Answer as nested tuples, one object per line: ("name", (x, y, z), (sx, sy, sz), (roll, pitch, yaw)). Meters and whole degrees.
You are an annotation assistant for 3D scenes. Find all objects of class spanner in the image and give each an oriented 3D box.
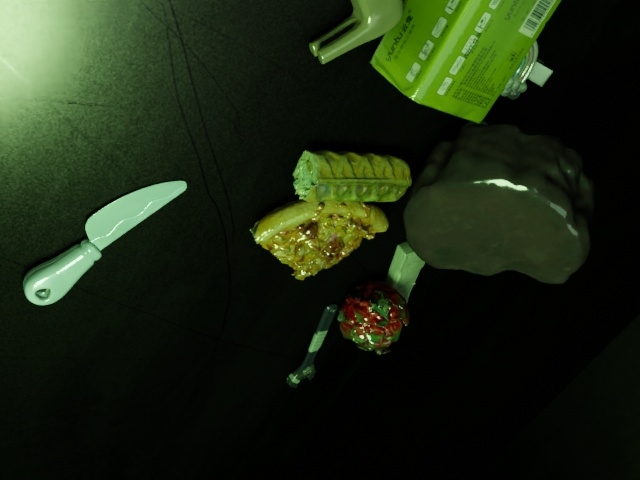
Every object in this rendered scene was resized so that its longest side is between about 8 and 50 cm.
("spanner", (-0.012, 0.284, 1.595), (0.087, 0.024, 0.316), (-4, 130, -35))

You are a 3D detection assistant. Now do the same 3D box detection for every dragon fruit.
("dragon fruit", (0.130, 0.193, 1.491), (0.182, 0.182, 0.188), (10, 117, -41))

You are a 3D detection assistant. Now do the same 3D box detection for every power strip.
("power strip", (0.209, 0.109, 1.556), (0.080, 0.048, 0.286), (-9, 134, -25))

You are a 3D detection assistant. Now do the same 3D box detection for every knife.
("knife", (-0.377, -0.012, 1.031), (0.331, 0.044, 0.080), (-41, 134, -3))

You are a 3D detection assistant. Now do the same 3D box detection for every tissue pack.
("tissue pack", (0.250, -0.370, 1.016), (0.200, 0.167, 0.274), (7, 126, -38))

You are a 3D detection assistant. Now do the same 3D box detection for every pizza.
("pizza", (0.000, 0.000, 1.272), (0.335, 0.086, 0.226), (-6, 131, -33))

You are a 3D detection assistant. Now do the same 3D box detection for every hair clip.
("hair clip", (0.388, -0.365, 1.219), (0.220, 0.054, 0.140), (6, 132, -35))

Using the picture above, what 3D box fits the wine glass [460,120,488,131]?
("wine glass", (0.364, -0.197, 1.343), (0.073, 0.073, 0.155), (-35, 141, 0))

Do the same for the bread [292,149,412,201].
("bread", (0.073, -0.126, 1.196), (0.269, 0.098, 0.087), (-2, 172, -34))

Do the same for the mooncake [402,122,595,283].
("mooncake", (0.378, -0.077, 1.253), (0.350, 0.381, 0.212), (89, 21, -60))

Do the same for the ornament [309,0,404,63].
("ornament", (0.074, -0.424, 0.918), (0.245, 0.061, 0.230), (-29, 138, -6))
